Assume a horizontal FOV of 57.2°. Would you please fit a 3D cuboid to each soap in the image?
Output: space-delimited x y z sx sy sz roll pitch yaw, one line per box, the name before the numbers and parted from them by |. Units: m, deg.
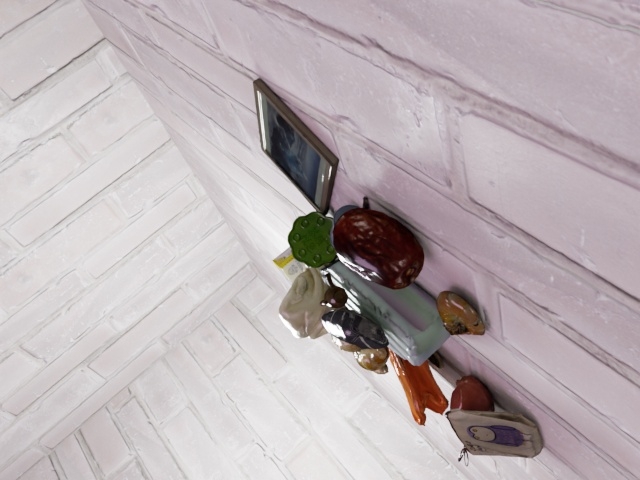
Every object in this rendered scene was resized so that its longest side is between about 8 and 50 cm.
soap | 0.189 0.182 1.824 0.446 0.156 0.261 40 164 35

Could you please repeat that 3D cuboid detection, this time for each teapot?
teapot | 0.033 0.154 1.772 0.080 0.085 0.110 155 95 -74

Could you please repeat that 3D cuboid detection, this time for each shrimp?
shrimp | 0.365 0.207 1.537 0.145 0.061 0.267 34 161 20

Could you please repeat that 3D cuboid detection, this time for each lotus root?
lotus root | 0.000 0.000 1.926 0.186 0.186 0.186 46 167 14

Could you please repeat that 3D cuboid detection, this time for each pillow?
pillow | 0.099 0.270 1.794 0.161 0.093 0.335 29 170 -11

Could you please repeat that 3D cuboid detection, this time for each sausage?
sausage | 0.485 0.538 1.889 0.148 0.148 0.254 41 162 33

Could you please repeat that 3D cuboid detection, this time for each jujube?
jujube | 0.139 0.020 1.488 0.243 0.183 0.183 42 166 31

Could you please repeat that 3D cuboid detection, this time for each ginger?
ginger | 0.186 0.456 2.607 0.375 0.176 0.256 52 151 -13

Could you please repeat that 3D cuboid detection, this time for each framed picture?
framed picture | -0.079 -0.257 1.755 0.326 0.028 0.446 47 167 10

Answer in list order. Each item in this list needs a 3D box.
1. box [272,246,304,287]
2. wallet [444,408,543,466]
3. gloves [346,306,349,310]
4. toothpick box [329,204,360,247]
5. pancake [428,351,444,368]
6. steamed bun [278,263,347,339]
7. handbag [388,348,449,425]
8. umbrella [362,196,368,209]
box | -0.070 0.142 2.571 0.097 0.168 0.265 37 164 54
wallet | 0.531 0.605 1.800 0.274 0.068 0.335 -8 137 23
gloves | 0.153 0.224 2.163 0.268 0.135 0.107 87 167 -52
toothpick box | 0.080 -0.030 1.703 0.101 0.101 0.153 47 167 11
pancake | 0.387 0.398 2.075 0.139 0.022 0.139 50 170 13
steamed bun | 0.019 0.223 2.287 0.237 0.394 0.347 20 117 16
handbag | 0.335 0.490 2.087 0.410 0.116 0.304 70 176 -67
umbrella | 0.120 -0.093 1.580 0.083 0.020 0.032 73 -167 -61
